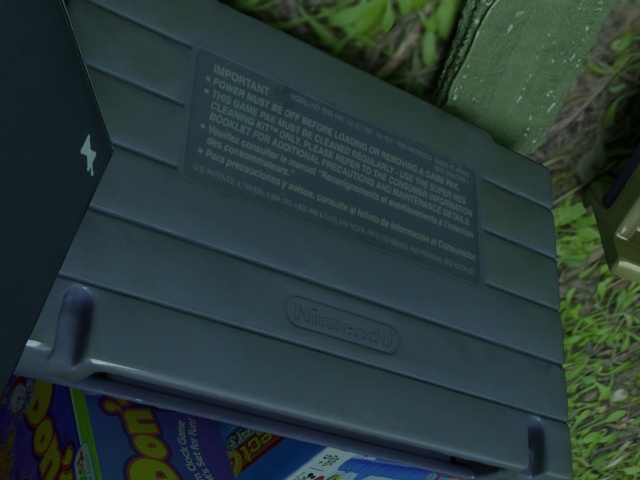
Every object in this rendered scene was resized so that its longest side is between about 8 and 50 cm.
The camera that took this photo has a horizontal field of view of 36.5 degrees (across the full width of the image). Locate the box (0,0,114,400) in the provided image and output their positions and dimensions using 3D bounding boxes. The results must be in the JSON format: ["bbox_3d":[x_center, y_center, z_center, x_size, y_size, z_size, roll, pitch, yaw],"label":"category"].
[{"bbox_3d":[-0.274,0.013,0.283,0.312,0.343,0.179,2,137,10],"label":"box"}]

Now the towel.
[{"bbox_3d":[0.131,-0.120,0.661,0.110,0.027,0.148,-3,132,-24],"label":"towel"}]

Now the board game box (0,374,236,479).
[{"bbox_3d":[-0.149,0.155,0.555,0.078,0.347,0.233,14,123,-35],"label":"board game box"}]

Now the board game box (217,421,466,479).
[{"bbox_3d":[-0.006,0.225,0.857,0.308,0.086,0.302,-40,144,14],"label":"board game box"}]

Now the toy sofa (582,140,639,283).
[{"bbox_3d":[0.338,-0.131,0.688,0.150,0.177,0.363,18,126,-8],"label":"toy sofa"}]

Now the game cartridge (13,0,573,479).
[{"bbox_3d":[0.000,0.000,0.553,0.355,0.230,0.068,20,144,-31],"label":"game cartridge"}]
